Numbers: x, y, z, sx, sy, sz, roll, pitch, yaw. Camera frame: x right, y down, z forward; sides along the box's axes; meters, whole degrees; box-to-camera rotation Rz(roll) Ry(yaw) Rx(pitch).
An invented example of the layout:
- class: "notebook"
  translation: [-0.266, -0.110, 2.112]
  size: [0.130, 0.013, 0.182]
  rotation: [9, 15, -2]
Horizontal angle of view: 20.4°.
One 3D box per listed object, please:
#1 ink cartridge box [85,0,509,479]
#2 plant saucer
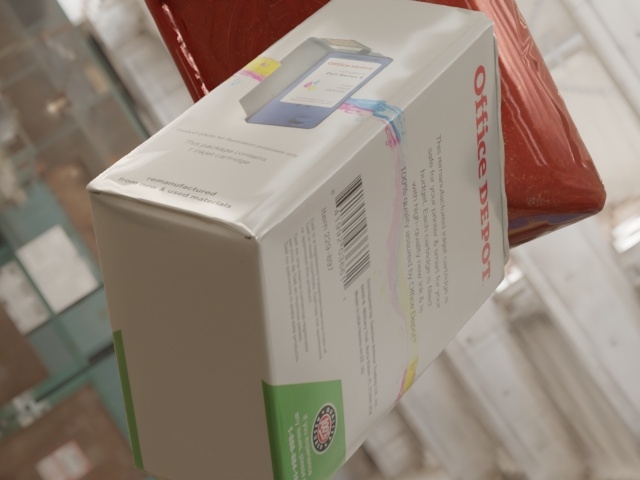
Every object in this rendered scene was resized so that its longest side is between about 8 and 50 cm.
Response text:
- class: "ink cartridge box"
  translation: [0.000, 0.000, 0.816]
  size: [0.093, 0.212, 0.154]
  rotation: [15, -52, 30]
- class: "plant saucer"
  translation: [0.006, -0.092, 0.982]
  size: [0.259, 0.048, 0.258]
  rotation: [-26, -90, 54]
